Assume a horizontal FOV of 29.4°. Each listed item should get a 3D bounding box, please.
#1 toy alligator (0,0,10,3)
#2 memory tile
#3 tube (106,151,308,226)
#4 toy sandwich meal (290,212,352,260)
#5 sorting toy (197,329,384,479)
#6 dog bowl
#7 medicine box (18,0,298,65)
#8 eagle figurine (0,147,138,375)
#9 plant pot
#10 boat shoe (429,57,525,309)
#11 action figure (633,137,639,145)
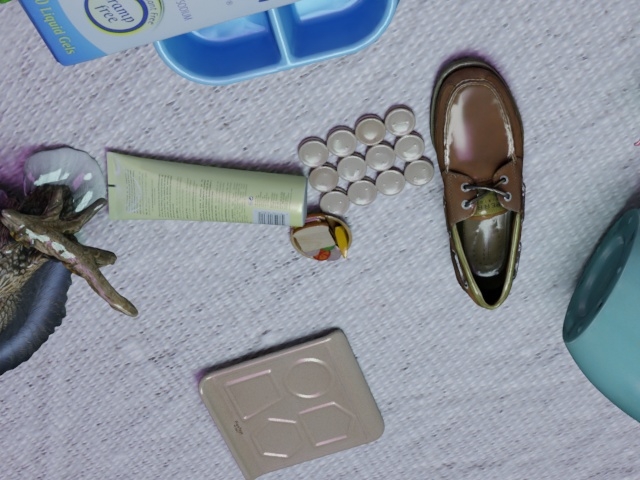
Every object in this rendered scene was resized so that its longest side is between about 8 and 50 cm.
[{"bbox_3d":[-0.335,-0.335,1.259,0.051,0.056,0.189,38,138,24],"label":"toy alligator"},{"bbox_3d":[0.055,-0.095,1.460,0.148,0.012,0.113,-19,121,10],"label":"memory tile"},{"bbox_3d":[-0.136,-0.057,1.454,0.240,0.062,0.070,4,79,2],"label":"tube"},{"bbox_3d":[0.000,0.000,1.500,0.086,0.029,0.085,2,133,2],"label":"toy sandwich meal"},{"bbox_3d":[-0.037,0.222,1.649,0.208,0.038,0.193,-21,121,5],"label":"sorting toy"},{"bbox_3d":[-0.051,-0.259,1.314,0.297,0.074,0.166,-13,122,5],"label":"dog bowl"},{"bbox_3d":[-0.163,-0.332,1.136,0.289,0.149,0.263,-14,145,7],"label":"medicine box"},{"bbox_3d":[-0.384,0.036,1.449,0.298,0.225,0.226,-25,80,46],"label":"eagle figurine"},{"bbox_3d":[0.433,0.094,1.448,0.235,0.293,0.293,27,119,-2],"label":"plant pot"},{"bbox_3d":[0.197,-0.060,1.434,0.111,0.104,0.307,-11,122,4],"label":"boat shoe"},{"bbox_3d":[0.504,-0.182,1.288,0.370,0.275,0.248,-44,121,7],"label":"action figure"}]
